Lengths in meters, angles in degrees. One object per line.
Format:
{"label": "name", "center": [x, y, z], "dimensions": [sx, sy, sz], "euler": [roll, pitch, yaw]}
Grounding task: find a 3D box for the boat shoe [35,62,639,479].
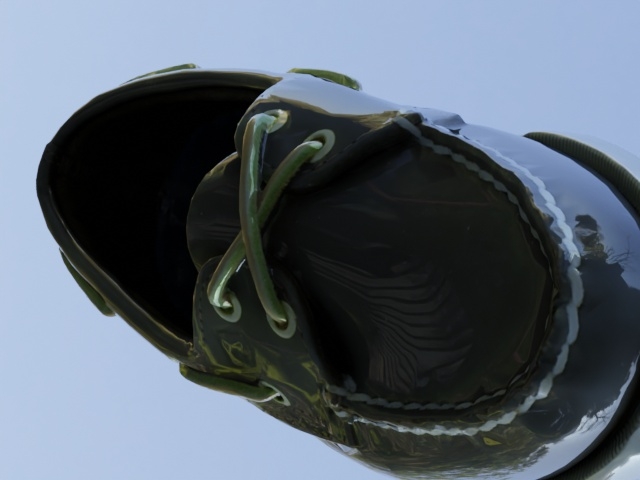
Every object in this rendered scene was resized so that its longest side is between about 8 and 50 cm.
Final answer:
{"label": "boat shoe", "center": [-0.001, 0.004, 0.584], "dimensions": [0.305, 0.091, 0.109], "euler": [18, -90, 64]}
